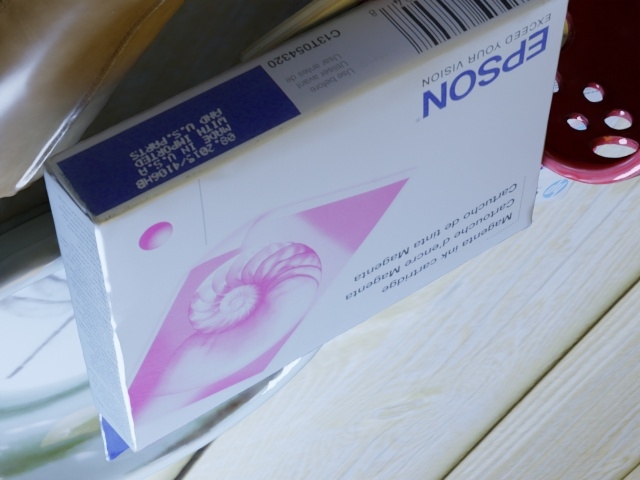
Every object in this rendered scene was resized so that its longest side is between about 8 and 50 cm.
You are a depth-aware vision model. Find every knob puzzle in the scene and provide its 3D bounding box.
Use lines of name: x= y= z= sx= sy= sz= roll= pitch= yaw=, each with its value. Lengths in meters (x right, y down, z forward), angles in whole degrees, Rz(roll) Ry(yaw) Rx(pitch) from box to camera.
knob puzzle: x=0.031 y=-0.158 z=1.054 sx=0.213 sy=0.030 sz=0.213 roll=-30 pitch=179 yaw=-1

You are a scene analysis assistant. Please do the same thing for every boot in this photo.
boot: x=-0.099 y=-0.131 z=0.969 sx=0.236 sy=0.089 sz=0.269 roll=-1 pitch=145 yaw=-43

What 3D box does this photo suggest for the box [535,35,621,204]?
box: x=0.172 y=-0.090 z=1.384 sx=0.145 sy=0.038 sz=0.186 roll=-13 pitch=151 yaw=-33

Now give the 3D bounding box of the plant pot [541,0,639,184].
plant pot: x=0.218 y=-0.151 z=1.152 sx=0.174 sy=0.191 sz=0.191 roll=-24 pitch=156 yaw=-35

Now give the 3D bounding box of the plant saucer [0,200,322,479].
plant saucer: x=-0.168 y=0.064 z=1.227 sx=0.400 sy=0.100 sz=0.400 roll=-24 pitch=154 yaw=-13

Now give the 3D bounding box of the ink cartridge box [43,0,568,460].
ink cartridge box: x=0.000 y=0.000 z=1.100 sx=0.324 sy=0.071 sz=0.330 roll=-29 pitch=147 yaw=-19
